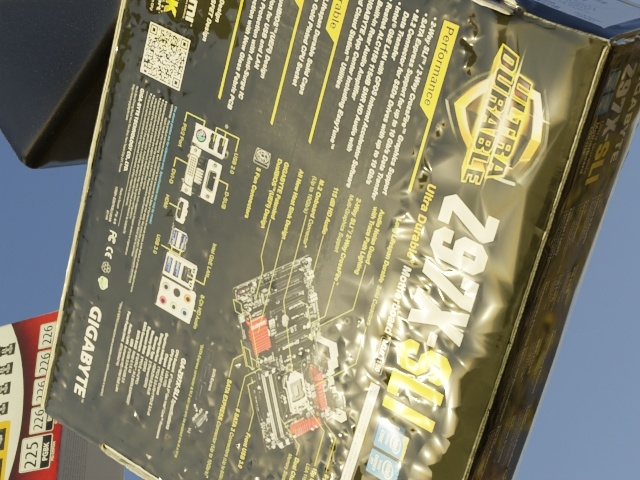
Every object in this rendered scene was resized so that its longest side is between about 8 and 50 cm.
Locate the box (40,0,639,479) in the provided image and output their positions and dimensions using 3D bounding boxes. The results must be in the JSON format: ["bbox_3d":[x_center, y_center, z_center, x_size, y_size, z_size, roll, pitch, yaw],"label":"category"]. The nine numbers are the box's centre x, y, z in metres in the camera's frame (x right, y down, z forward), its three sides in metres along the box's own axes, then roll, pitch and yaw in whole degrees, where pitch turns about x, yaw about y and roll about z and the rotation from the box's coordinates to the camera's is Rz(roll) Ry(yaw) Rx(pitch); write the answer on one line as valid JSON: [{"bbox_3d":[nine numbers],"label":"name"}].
[{"bbox_3d":[0.000,0.000,0.790,0.079,0.257,0.322,-21,-49,-54],"label":"box"}]

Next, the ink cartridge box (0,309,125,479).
[{"bbox_3d":[-0.368,0.265,1.830,0.272,0.309,0.130,-16,-34,25],"label":"ink cartridge box"}]

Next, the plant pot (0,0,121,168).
[{"bbox_3d":[-0.171,-0.186,1.278,0.188,0.187,0.167,-9,-30,-52],"label":"plant pot"}]
